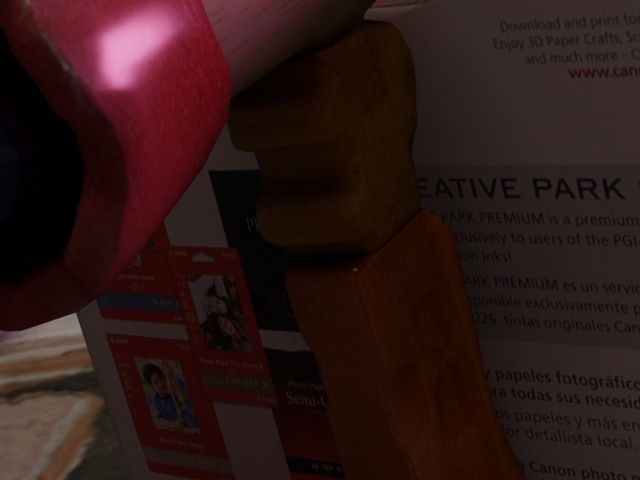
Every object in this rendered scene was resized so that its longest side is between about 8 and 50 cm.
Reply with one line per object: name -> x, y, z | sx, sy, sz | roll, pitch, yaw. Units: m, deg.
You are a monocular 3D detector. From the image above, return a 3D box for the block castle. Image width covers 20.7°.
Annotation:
block castle -> -0.173, 0.066, 0.515 | 0.453, 0.303, 0.213 | -3, 25, 34

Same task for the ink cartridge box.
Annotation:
ink cartridge box -> 0.066, 0.000, 0.553 | 0.309, 0.272, 0.130 | 2, 27, 39
